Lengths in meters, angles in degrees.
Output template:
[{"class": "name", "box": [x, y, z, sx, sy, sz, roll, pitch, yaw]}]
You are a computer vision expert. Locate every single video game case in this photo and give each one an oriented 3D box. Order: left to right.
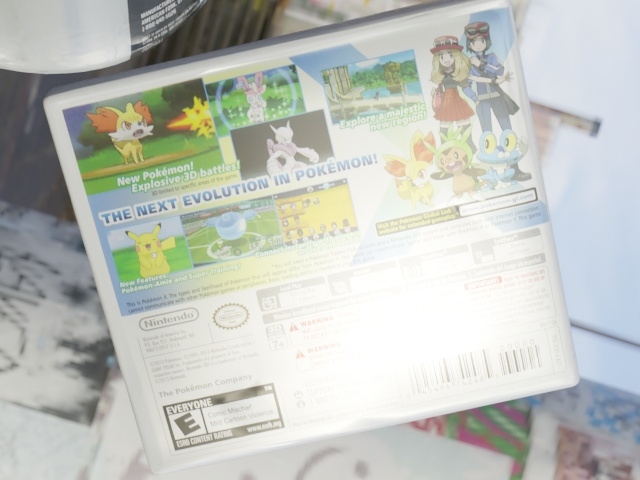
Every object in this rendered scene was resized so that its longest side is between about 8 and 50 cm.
[{"class": "video game case", "box": [0.000, 0.000, 1.048, 0.036, 0.329, 0.300, -93, 170, -72]}]

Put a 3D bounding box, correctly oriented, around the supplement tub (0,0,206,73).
[{"class": "supplement tub", "box": [-0.153, -0.265, 0.747, 0.338, 0.207, 0.207, 92, 10, -53]}]
